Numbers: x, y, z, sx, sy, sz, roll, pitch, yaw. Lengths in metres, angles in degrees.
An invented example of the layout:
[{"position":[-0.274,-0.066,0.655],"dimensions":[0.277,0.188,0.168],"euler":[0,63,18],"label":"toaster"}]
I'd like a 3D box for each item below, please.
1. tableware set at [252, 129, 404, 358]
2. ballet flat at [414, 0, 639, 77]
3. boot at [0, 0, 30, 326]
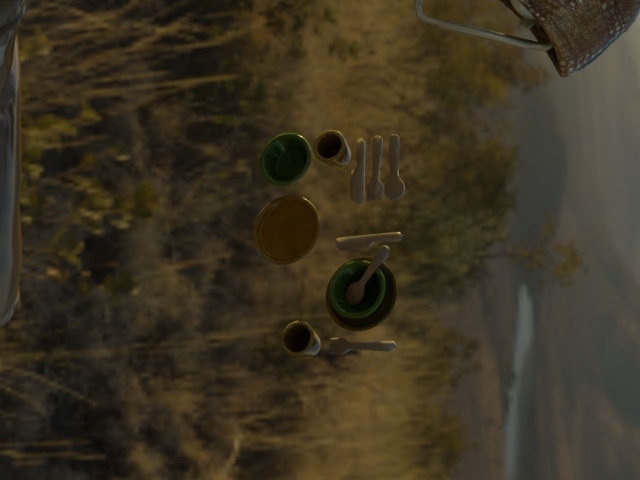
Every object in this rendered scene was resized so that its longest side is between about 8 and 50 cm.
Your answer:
[{"position":[0.000,0.000,0.841],"dimensions":[0.024,0.104,0.154],"euler":[38,51,-61],"label":"tableware set"},{"position":[0.047,-0.140,0.604],"dimensions":[0.067,0.206,0.073],"euler":[-60,174,5],"label":"ballet flat"},{"position":[-0.198,-0.111,0.650],"dimensions":[0.269,0.089,0.236],"euler":[113,-33,-59],"label":"boot"}]
